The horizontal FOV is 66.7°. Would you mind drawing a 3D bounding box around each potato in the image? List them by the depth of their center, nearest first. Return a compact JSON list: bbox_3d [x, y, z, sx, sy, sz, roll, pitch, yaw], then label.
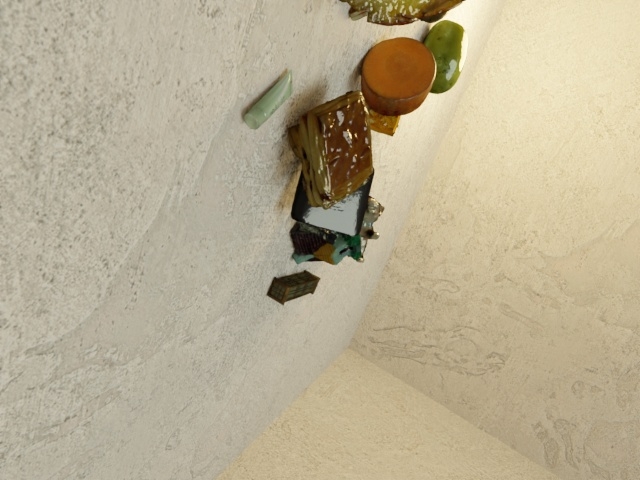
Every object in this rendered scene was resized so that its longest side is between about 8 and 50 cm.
[{"bbox_3d":[0.537,-0.806,2.154,0.216,0.216,0.304,-23,139,-62],"label":"potato"}]

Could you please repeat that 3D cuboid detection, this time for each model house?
[{"bbox_3d":[0.000,0.000,1.948,0.249,0.230,0.280,-31,152,-9],"label":"model house"}]

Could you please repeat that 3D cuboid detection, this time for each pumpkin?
[{"bbox_3d":[0.243,-0.526,1.889,0.190,0.139,0.280,-43,152,-52],"label":"pumpkin"}]

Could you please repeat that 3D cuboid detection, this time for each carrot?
[{"bbox_3d":[0.278,-0.589,1.729,0.307,0.258,0.100,-52,178,-18],"label":"carrot"}]

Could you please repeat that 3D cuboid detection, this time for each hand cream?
[{"bbox_3d":[-0.126,-0.369,1.283,0.205,0.050,0.078,-55,159,-33],"label":"hand cream"}]

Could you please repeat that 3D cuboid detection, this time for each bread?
[{"bbox_3d":[0.136,-0.709,1.463,0.109,0.062,0.043,-63,161,-4],"label":"bread"},{"bbox_3d":[0.031,-0.292,1.542,0.277,0.167,0.324,-34,128,-39],"label":"bread"}]

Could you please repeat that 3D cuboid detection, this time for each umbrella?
[{"bbox_3d":[-0.024,-0.043,1.805,0.050,0.188,0.046,-59,-177,-18],"label":"umbrella"}]

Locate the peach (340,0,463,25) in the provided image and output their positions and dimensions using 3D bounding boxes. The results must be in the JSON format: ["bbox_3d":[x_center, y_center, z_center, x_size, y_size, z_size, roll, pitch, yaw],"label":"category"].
[{"bbox_3d":[0.203,-0.714,1.157,0.416,0.353,0.339,-29,147,-33],"label":"peach"}]

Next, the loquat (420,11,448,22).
[{"bbox_3d":[0.410,-0.896,1.744,0.179,0.179,0.227,-54,163,-21],"label":"loquat"}]

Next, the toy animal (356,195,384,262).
[{"bbox_3d":[0.181,-0.103,2.234,0.344,0.194,0.302,122,-16,-61],"label":"toy animal"}]

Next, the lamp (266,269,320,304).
[{"bbox_3d":[-0.107,0.196,2.086,0.089,0.090,0.325,-66,162,12],"label":"lamp"}]

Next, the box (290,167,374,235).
[{"bbox_3d":[0.047,-0.174,1.716,0.290,0.073,0.289,13,91,-34],"label":"box"}]
